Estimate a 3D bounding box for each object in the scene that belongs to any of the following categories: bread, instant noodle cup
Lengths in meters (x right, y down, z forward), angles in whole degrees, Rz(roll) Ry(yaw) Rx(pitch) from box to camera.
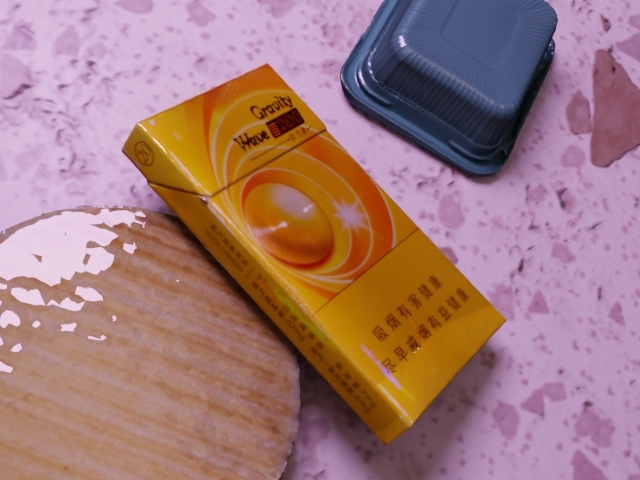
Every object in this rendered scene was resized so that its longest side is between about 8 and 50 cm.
[{"bbox_3d":[-0.140,0.101,0.653,0.266,0.040,0.267,7,66,-15],"label":"bread"},{"bbox_3d":[0.119,-0.160,0.836,0.157,0.070,0.179,31,61,-4],"label":"instant noodle cup"}]

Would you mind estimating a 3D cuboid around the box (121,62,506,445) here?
[{"bbox_3d":[0.000,0.000,0.718,0.269,0.043,0.152,48,41,7],"label":"box"}]
